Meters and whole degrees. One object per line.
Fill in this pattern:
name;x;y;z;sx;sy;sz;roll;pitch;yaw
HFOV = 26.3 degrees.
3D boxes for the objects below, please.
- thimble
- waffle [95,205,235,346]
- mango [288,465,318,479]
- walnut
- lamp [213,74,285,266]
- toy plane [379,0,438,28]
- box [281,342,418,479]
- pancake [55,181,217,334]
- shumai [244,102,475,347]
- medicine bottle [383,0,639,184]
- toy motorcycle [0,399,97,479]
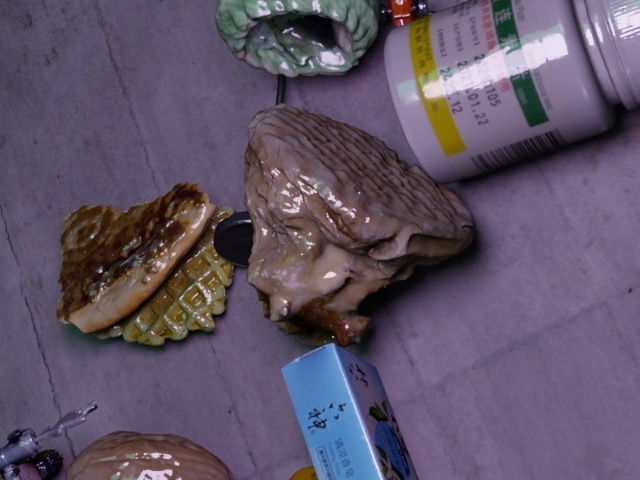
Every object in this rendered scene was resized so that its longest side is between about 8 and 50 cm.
thimble;-0.027;-0.311;1.770;0.219;0.219;0.150;-9;69;23
waffle;-0.213;0.044;1.884;0.208;0.054;0.214;-6;66;27
mango;-0.011;0.367;1.670;0.115;0.090;0.178;8;69;35
walnut;-0.210;0.323;1.725;0.231;0.178;0.178;1;73;6
lamp;-0.043;-0.145;1.848;0.109;0.130;0.371;1;64;45
toy plane;0.105;-0.276;1.825;0.126;0.077;0.194;12;79;14
box;0.046;0.252;1.644;0.083;0.142;0.232;-27;64;15
pancake;-0.275;0.003;1.891;0.266;0.057;0.244;-48;41;-3
shumai;0.000;0.000;1.711;0.314;0.267;0.262;39;114;21
medicine bottle;0.267;-0.214;1.652;0.340;0.208;0.208;-19;67;19
toy motorcycle;-0.439;0.339;1.817;0.401;0.207;0.134;-26;94;12
